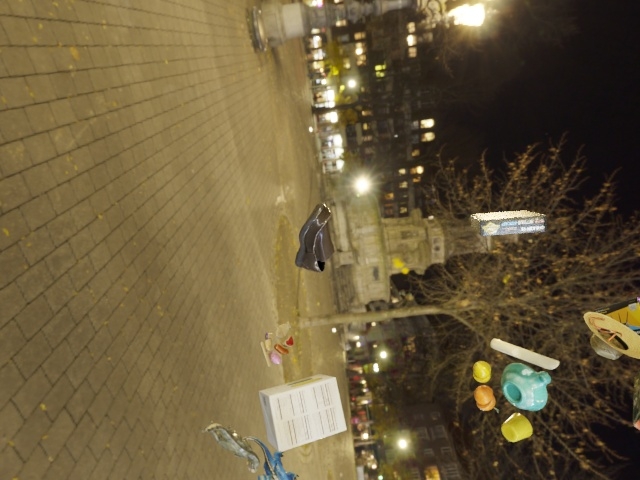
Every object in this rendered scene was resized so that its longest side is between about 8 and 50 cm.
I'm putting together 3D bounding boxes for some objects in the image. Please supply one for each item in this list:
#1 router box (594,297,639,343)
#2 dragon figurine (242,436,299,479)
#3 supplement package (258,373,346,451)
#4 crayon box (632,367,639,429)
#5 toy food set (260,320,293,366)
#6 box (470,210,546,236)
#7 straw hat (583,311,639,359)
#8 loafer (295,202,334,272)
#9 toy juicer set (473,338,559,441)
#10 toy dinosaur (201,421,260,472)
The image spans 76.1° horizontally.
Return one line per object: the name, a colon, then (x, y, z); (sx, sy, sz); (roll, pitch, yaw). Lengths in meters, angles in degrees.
router box: (1.100, 0.296, 1.487); (0.179, 0.046, 0.133); (125, -27, -61)
dragon figurine: (-0.137, 0.729, 1.258); (0.289, 0.085, 0.144); (56, -4, 5)
supplement package: (-0.074, 0.648, 1.567); (0.199, 0.263, 0.197); (144, -65, -66)
crayon box: (0.796, 0.369, 0.780); (0.202, 0.319, 0.081); (-17, 126, -50)
toy food set: (-0.098, 0.238, 0.926); (0.122, 0.019, 0.077); (-15, 85, -63)
box: (0.568, -0.056, 1.257); (0.220, 0.175, 0.051); (-32, 117, -75)
straw hat: (0.667, 0.237, 0.946); (0.144, 0.145, 0.061); (-93, -162, -58)
loafer: (0.000, 0.000, 0.899); (0.080, 0.079, 0.220); (-59, 171, -31)
toy juicer set: (0.551, 0.398, 1.182); (0.209, 0.090, 0.328); (41, -46, 48)
toy dinosaur: (-0.252, 0.539, 1.114); (0.064, 0.118, 0.268); (-51, 130, -25)
